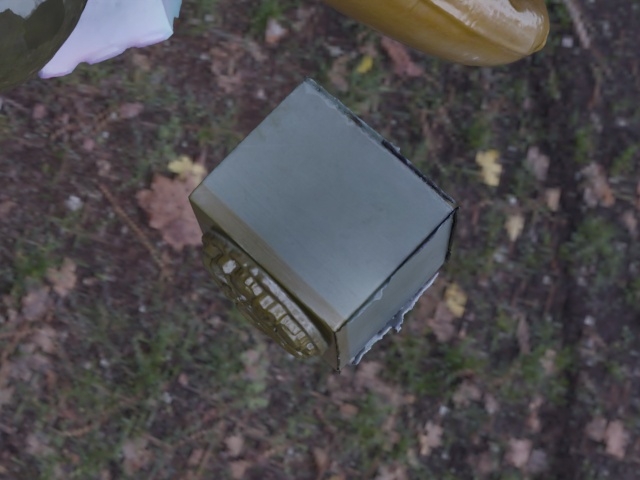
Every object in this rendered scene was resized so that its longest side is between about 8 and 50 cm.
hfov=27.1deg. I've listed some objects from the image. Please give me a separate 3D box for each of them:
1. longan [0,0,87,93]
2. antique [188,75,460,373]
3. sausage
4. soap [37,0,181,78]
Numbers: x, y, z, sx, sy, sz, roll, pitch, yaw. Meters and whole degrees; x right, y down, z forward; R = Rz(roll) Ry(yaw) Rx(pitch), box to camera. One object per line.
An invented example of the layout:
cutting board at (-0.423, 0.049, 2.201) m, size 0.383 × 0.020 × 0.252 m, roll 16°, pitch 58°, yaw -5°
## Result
longan at (-0.240, -0.177, 0.835) m, size 0.198 × 0.198 × 0.212 m, roll -62°, pitch 147°, yaw -14°
antique at (0.000, 0.000, 0.951) m, size 0.148 × 0.152 × 0.146 m, roll -45°, pitch 166°, yaw -12°
sausage at (0.071, -0.210, 1.013) m, size 0.116 × 0.134 × 0.354 m, roll -50°, pitch 144°, yaw 16°
soap at (-0.256, -0.299, 1.386) m, size 0.193 × 0.324 × 0.109 m, roll -21°, pitch 126°, yaw -16°
